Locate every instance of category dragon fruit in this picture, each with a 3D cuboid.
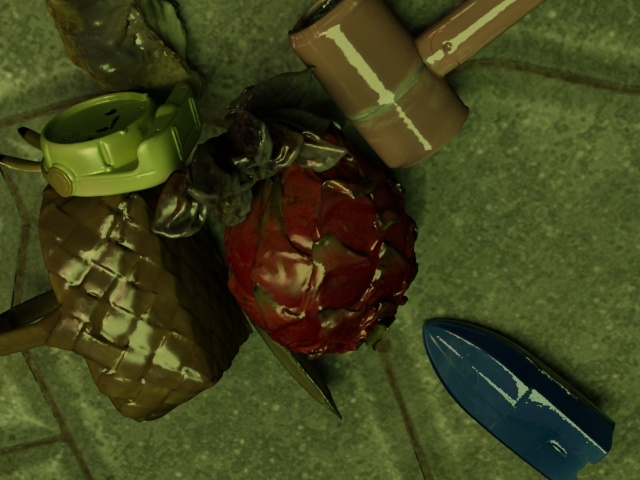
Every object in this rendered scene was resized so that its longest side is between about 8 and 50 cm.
[{"bbox_3d":[0.000,0.000,1.783,0.244,0.244,0.299,-1,95,7],"label":"dragon fruit"}]

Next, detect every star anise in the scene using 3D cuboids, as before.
[{"bbox_3d":[-0.084,-0.094,1.614,0.212,0.283,0.129,-34,93,20],"label":"star anise"}]

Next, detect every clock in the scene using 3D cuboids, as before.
[{"bbox_3d":[-0.264,-0.116,1.704,0.231,0.170,0.069,-7,120,15],"label":"clock"}]

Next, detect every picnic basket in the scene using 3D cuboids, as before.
[{"bbox_3d":[-0.292,0.077,1.819,0.337,0.293,0.337,3,104,10],"label":"picnic basket"}]

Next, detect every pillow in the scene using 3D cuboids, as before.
[{"bbox_3d":[-0.043,0.151,1.935,0.033,0.130,0.217,-38,110,-6],"label":"pillow"}]

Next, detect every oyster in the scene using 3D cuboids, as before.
[{"bbox_3d":[-0.258,-0.283,1.713,0.166,0.110,0.341,-4,132,15],"label":"oyster"}]

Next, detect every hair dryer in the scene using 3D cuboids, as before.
[{"bbox_3d":[0.157,-0.266,1.692,0.352,0.125,0.210,-36,109,12],"label":"hair dryer"}]

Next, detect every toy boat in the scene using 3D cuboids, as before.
[{"bbox_3d":[0.255,0.203,1.956,0.295,0.088,0.129,39,117,-3],"label":"toy boat"}]
